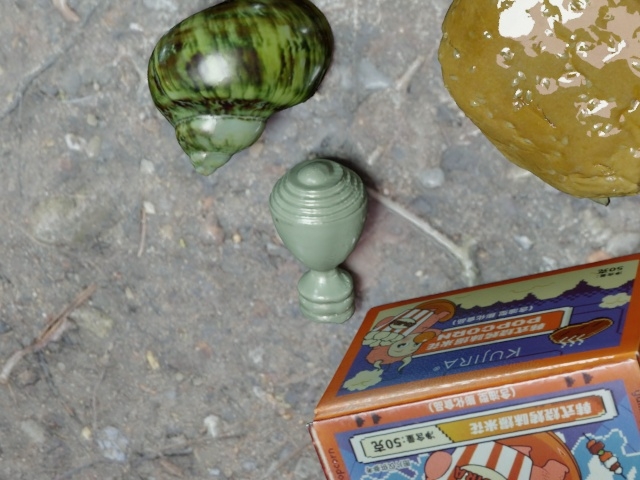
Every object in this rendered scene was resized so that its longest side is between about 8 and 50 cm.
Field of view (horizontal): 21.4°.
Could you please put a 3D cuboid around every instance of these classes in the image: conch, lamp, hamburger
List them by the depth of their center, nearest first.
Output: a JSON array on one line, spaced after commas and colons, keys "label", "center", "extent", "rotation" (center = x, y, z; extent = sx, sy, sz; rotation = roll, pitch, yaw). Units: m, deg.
[{"label": "hamburger", "center": [0.260, -0.173, 1.648], "extent": [0.283, 0.144, 0.259], "rotation": [36, 117, -8]}, {"label": "conch", "center": [-0.089, -0.165, 1.767], "extent": [0.187, 0.124, 0.181], "rotation": [10, 120, 4]}, {"label": "lamp", "center": [0.000, 0.000, 1.836], "extent": [0.106, 0.106, 0.193], "rotation": [7, 125, 14]}]

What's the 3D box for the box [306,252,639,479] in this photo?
[{"label": "box", "center": [0.222, 0.229, 1.784], "extent": [0.348, 0.257, 0.319], "rotation": [-11, 112, 21]}]
